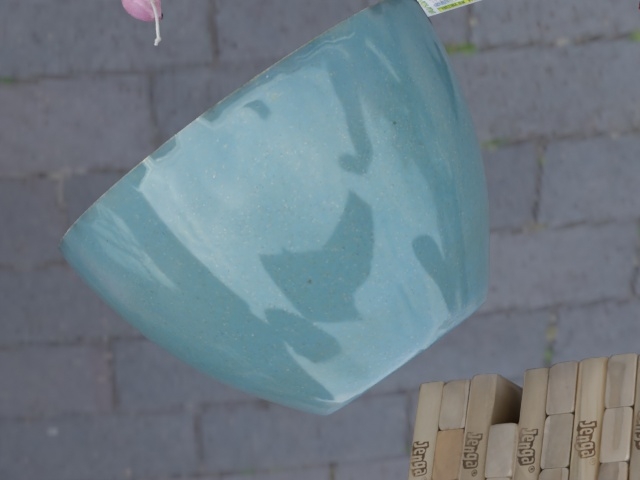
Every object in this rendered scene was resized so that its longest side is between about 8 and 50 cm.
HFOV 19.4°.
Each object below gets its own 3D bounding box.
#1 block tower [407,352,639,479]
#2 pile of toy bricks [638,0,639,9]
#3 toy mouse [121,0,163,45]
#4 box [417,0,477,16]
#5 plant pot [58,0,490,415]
[{"bbox_3d":[0.203,0.104,0.921,0.335,0.097,0.091,-10,151,39],"label":"block tower"},{"bbox_3d":[0.327,-0.233,1.453,0.212,0.118,0.105,0,109,-14],"label":"pile of toy bricks"},{"bbox_3d":[-0.139,-0.220,1.411,0.031,0.161,0.143,-5,177,-10],"label":"toy mouse"},{"bbox_3d":[0.116,-0.308,1.689,0.114,0.207,0.036,-14,152,27],"label":"box"},{"bbox_3d":[0.000,0.000,1.242,0.290,0.290,0.195,-37,87,28],"label":"plant pot"}]
